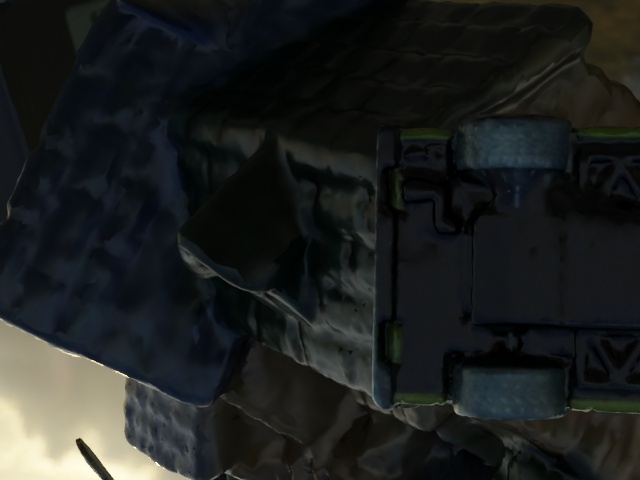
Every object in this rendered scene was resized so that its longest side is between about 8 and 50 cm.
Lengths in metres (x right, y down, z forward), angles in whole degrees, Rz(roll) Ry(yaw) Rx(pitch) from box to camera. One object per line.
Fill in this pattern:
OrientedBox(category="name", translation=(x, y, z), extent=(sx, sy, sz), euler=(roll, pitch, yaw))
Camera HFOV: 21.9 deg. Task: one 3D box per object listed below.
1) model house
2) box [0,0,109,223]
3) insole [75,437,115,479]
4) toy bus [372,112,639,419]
OrientedBox(category="model house", translation=(0.000, 0.000, 1.081), extent=(0.400, 0.395, 0.445), euler=(34, 171, -34))
OrientedBox(category="box", translation=(-0.149, -0.152, 1.479), extent=(0.397, 0.396, 0.111), euler=(-21, -148, -13))
OrientedBox(category="insole", translation=(-0.162, 0.288, 1.599), extent=(0.248, 0.011, 0.081), euler=(54, 174, -14))
OrientedBox(category="toy bus", translation=(0.164, 0.013, 0.699), extent=(0.262, 0.128, 0.150), euler=(1, 179, 18))
